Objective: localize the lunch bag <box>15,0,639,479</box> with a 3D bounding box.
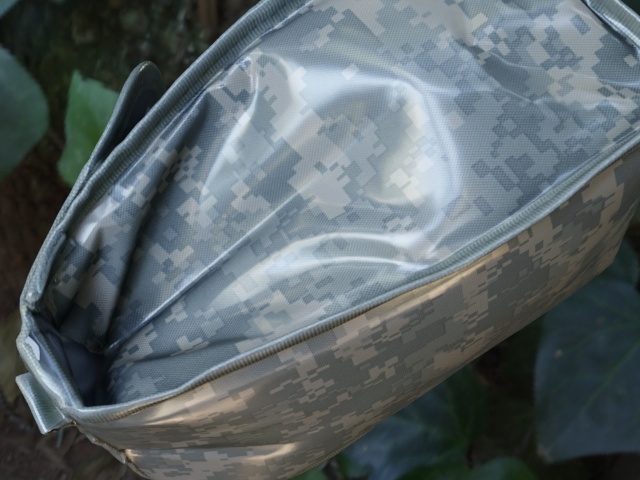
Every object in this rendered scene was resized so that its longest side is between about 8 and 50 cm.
[{"bbox_3d":[0.000,0.000,0.616,0.287,0.235,0.169,-35,74,-8],"label":"lunch bag"}]
